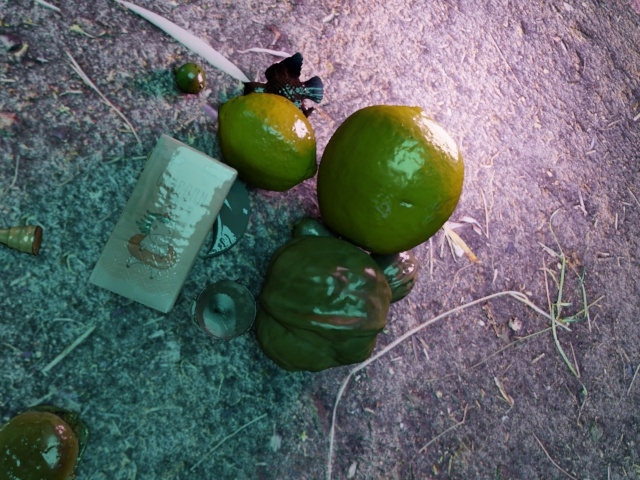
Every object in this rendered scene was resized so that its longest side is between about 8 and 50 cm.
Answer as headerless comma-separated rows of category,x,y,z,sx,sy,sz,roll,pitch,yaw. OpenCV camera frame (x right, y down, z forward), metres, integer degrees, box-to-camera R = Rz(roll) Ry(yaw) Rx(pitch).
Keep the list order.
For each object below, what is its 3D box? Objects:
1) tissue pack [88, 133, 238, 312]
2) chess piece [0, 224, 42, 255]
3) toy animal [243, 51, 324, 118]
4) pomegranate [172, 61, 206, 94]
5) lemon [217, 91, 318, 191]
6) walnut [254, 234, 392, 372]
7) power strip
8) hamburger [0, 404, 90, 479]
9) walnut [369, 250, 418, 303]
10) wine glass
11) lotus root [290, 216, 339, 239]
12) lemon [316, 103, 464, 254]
tissue pack,-0.314,-0.034,0.912,0.170,0.071,0.326,27,87,-12
chess piece,-0.622,-0.012,0.831,0.171,0.060,0.060,9,77,-20
toy animal,-0.094,-0.366,1.096,0.179,0.116,0.219,0,86,-24
pomegranate,-0.309,-0.374,1.035,0.084,0.073,0.073,3,76,14
lemon,-0.119,-0.221,1.010,0.260,0.204,0.204,36,68,-16
walnut,0.003,0.139,0.967,0.276,0.282,0.253,8,38,-16
power strip,-0.253,-0.097,1.009,0.167,0.054,0.253,-30,93,-27
hamburger,-0.496,0.377,0.768,0.159,0.131,0.185,27,74,-13
walnut,0.173,0.082,1.118,0.162,0.140,0.140,-30,93,-16
wine glass,-0.208,0.142,0.911,0.122,0.183,0.122,3,81,-21
lotus root,-0.001,0.002,1.083,0.165,0.088,0.088,35,68,-22
lemon,0.150,-0.133,1.010,0.347,0.348,0.348,5,78,-23
